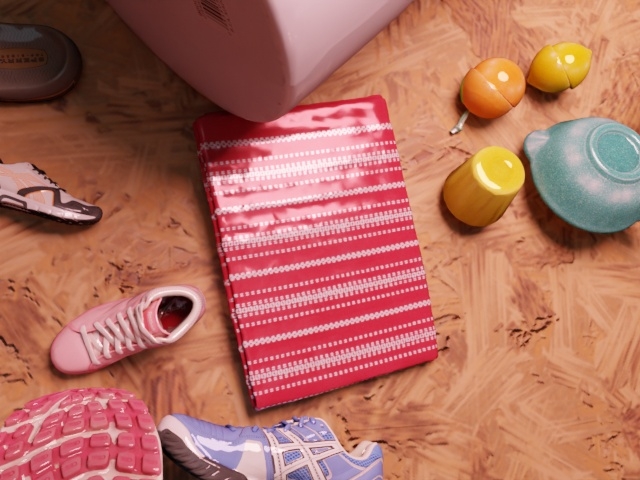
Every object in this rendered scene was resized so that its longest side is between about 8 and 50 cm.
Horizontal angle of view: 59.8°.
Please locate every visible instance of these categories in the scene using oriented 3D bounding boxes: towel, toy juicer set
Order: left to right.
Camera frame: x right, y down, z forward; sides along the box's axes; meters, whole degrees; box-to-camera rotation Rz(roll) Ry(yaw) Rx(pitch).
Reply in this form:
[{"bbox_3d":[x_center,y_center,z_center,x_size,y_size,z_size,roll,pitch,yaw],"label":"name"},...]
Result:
[{"bbox_3d":[0.000,0.000,0.530,0.198,0.031,0.275,-11,88,-18],"label":"towel"},{"bbox_3d":[0.292,-0.107,0.600,0.328,0.089,0.209,4,69,-6],"label":"toy juicer set"}]

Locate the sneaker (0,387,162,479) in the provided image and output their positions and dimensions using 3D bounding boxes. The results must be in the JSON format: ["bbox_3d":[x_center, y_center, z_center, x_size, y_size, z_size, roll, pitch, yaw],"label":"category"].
[{"bbox_3d":[-0.159,0.229,0.361,0.120,0.112,0.299,-3,42,-21],"label":"sneaker"}]

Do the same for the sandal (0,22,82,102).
[{"bbox_3d":[-0.311,-0.142,0.447,0.219,0.060,0.090,-8,85,-16],"label":"sandal"}]

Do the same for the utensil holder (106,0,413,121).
[{"bbox_3d":[-0.003,-0.332,0.424,0.327,0.327,0.385,46,77,-5],"label":"utensil holder"}]

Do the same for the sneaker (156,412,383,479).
[{"bbox_3d":[-0.038,0.185,0.477,0.211,0.080,0.081,27,67,-18],"label":"sneaker"}]

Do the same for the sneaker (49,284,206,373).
[{"bbox_3d":[-0.158,0.071,0.457,0.134,0.070,0.051,-21,91,-16],"label":"sneaker"}]

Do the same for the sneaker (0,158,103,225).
[{"bbox_3d":[-0.236,-0.042,0.465,0.109,0.040,0.044,18,77,-13],"label":"sneaker"}]
